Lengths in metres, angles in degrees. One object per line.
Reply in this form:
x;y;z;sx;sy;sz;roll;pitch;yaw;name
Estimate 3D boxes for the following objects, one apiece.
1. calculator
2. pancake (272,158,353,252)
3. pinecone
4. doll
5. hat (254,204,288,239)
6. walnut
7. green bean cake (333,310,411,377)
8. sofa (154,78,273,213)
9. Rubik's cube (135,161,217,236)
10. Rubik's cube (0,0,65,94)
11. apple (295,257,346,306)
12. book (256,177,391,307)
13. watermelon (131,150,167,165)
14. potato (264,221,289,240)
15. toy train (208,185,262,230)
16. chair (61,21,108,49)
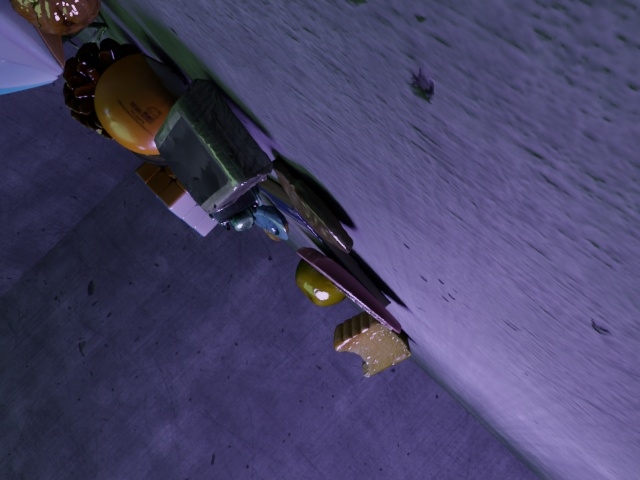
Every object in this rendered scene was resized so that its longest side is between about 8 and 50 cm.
0.086;0.130;1.388;0.330;0.048;0.220;42;174;-20;calculator
-0.017;-0.068;1.039;0.222;0.042;0.236;50;175;-25;pancake
-0.519;-0.381;1.351;0.264;0.264;0.264;44;175;5;pinecone
-0.378;-0.301;1.179;0.213;0.213;0.236;46;-172;-23;doll
-0.174;-0.080;1.941;0.191;0.078;0.138;29;156;20;hat
-0.469;-0.444;0.939;0.155;0.155;0.184;46;175;-20;walnut
0.190;0.379;2.012;0.236;0.233;0.124;46;-157;-28;green bean cake
-0.178;-0.187;1.023;0.210;0.176;0.225;53;145;-4;sofa
-0.545;-0.247;2.286;0.292;0.291;0.290;42;175;30;Rubik's cube
-0.741;-0.484;1.019;0.352;0.352;0.347;149;108;-85;Rubik's cube
0.008;0.126;1.773;0.196;0.157;0.196;44;169;11;apple
0.000;0.000;1.457;0.428;0.039;0.300;47;174;-34;book
-0.471;-0.323;1.570;0.212;0.212;0.212;44;175;5;watermelon
-0.173;-0.055;2.061;0.070;0.091;0.138;14;153;52;potato
-0.283;-0.173;1.495;0.299;0.167;0.238;53;174;24;toy train
-0.699;-0.588;1.399;0.203;0.191;0.274;46;-157;-14;chair
